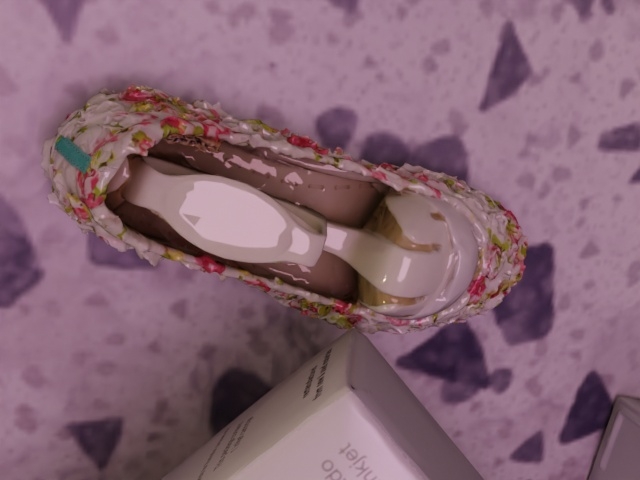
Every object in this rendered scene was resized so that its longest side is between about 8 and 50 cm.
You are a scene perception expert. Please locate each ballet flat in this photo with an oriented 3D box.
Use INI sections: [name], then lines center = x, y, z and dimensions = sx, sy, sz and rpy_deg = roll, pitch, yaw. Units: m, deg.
[ballet flat]
center = 0.000, 0.000, 0.389
dimensions = 0.241, 0.077, 0.091
rpy_deg = 12, 102, -22

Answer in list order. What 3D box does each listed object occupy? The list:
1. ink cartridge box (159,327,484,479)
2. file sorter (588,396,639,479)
[ink cartridge box]
center = -0.030, 0.205, 0.369
dimensions = 0.278, 0.117, 0.201
rpy_deg = -39, 92, 7
[file sorter]
center = 0.272, 0.233, 0.449
dimensions = 0.173, 0.277, 0.193
rpy_deg = 9, 104, -25
